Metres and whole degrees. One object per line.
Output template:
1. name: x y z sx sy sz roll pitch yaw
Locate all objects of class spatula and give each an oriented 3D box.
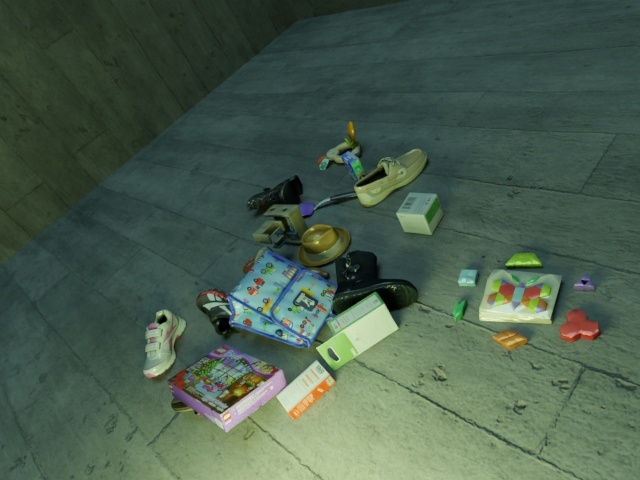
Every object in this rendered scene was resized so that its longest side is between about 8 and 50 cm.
1. spatula: 0.021 -0.144 1.875 0.296 0.030 0.084 -15 36 20

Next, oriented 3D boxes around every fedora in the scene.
1. fedora: 0.000 0.000 1.679 0.194 0.079 0.194 -19 38 15

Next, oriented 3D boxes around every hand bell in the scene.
1. hand bell: -0.084 0.095 1.630 0.242 0.126 0.126 6 49 25

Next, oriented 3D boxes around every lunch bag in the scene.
1. lunch bag: -0.090 0.188 1.465 0.293 0.138 0.221 21 45 16

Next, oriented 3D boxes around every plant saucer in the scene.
1. plant saucer: -0.243 0.094 1.797 0.083 0.013 0.083 -19 39 16

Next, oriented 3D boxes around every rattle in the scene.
1. rattle: 0.060 -0.385 2.047 0.199 0.143 0.130 -9 60 18

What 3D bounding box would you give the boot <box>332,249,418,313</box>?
1. boot: 0.153 0.104 1.433 0.246 0.094 0.207 -11 37 17

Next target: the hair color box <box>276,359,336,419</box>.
1. hair color box: -0.037 0.385 1.283 0.141 0.043 0.072 -40 37 -10

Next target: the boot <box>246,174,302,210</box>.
1. boot: -0.196 -0.169 1.998 0.229 0.091 0.263 -21 15 15

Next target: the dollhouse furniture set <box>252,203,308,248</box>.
1. dollhouse furniture set: -0.152 -0.025 1.751 0.129 0.129 0.184 4 40 40

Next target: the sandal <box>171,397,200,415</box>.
1. sandal: -0.313 0.454 1.390 0.219 0.060 0.090 -9 19 4

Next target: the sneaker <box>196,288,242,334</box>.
1. sneaker: -0.327 0.236 1.618 0.276 0.098 0.135 6 47 38

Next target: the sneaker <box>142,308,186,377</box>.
1. sneaker: -0.539 0.333 1.644 0.103 0.111 0.252 -18 38 18

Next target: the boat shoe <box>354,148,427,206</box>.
1. boat shoe: 0.252 -0.244 1.770 0.302 0.098 0.109 -36 36 -7

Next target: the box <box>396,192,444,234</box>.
1. box: 0.311 -0.084 1.549 0.102 0.087 0.101 9 52 41

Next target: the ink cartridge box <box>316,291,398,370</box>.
1. ink cartridge box: 0.090 0.239 1.308 0.209 0.109 0.062 -33 36 -2

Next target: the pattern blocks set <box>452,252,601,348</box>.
1. pattern blocks set: 0.488 0.137 1.215 0.325 0.026 0.285 -9 41 28

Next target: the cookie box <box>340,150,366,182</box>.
1. cookie box: 0.129 -0.276 1.887 0.040 0.107 0.092 -34 36 -4

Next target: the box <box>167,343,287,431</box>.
1. box: -0.259 0.387 1.348 0.201 0.057 0.293 -29 23 -37
